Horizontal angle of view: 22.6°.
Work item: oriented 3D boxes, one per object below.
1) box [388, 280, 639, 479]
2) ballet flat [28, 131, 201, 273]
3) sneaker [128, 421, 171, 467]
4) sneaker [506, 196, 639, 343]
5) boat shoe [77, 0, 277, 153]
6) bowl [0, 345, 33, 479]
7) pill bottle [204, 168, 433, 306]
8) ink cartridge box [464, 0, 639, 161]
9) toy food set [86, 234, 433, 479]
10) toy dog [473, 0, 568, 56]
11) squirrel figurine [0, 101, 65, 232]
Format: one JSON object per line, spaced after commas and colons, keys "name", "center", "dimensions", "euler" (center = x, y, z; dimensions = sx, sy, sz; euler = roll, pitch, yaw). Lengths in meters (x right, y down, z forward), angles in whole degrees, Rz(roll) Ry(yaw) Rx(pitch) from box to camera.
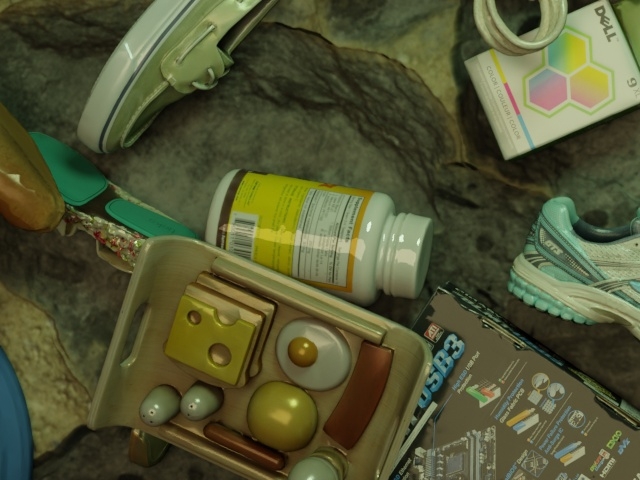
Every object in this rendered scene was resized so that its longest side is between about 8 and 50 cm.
{"name": "box", "center": [0.163, 0.242, 1.603], "dimensions": [0.293, 0.073, 0.295], "euler": [34, 99, 11]}
{"name": "ballet flat", "center": [-0.234, -0.022, 1.685], "dimensions": [0.241, 0.091, 0.077], "euler": [34, 124, 14]}
{"name": "sneaker", "center": [-0.131, 0.157, 1.670], "dimensions": [0.086, 0.064, 0.192], "euler": [21, 93, 16]}
{"name": "sneaker", "center": [0.325, 0.037, 1.533], "dimensions": [0.283, 0.110, 0.122], "euler": [16, 104, 11]}
{"name": "boat shoe", "center": [-0.133, -0.202, 1.642], "dimensions": [0.094, 0.109, 0.302], "euler": [38, 96, 7]}
{"name": "bowl", "center": [-0.509, 0.229, 1.754], "dimensions": [0.391, 0.077, 0.391], "euler": [0, 91, 13]}
{"name": "pill bottle", "center": [0.000, 0.000, 1.610], "dimensions": [0.215, 0.117, 0.117], "euler": [10, 94, 12]}
{"name": "ink cartridge box", "center": [0.259, -0.166, 1.574], "dimensions": [0.209, 0.062, 0.109], "euler": [-23, 86, 12]}
{"name": "toy food set", "center": [-0.063, 0.149, 1.551], "dimensions": [0.306, 0.092, 0.219], "euler": [23, 110, 12]}
{"name": "toy dog", "center": [0.167, -0.339, 1.559], "dimensions": [0.220, 0.161, 0.333], "euler": [-38, 89, -3]}
{"name": "squirrel figurine", "center": [-0.524, -0.070, 1.643], "dimensions": [0.370, 0.281, 0.397], "euler": [-43, 50, 15]}
